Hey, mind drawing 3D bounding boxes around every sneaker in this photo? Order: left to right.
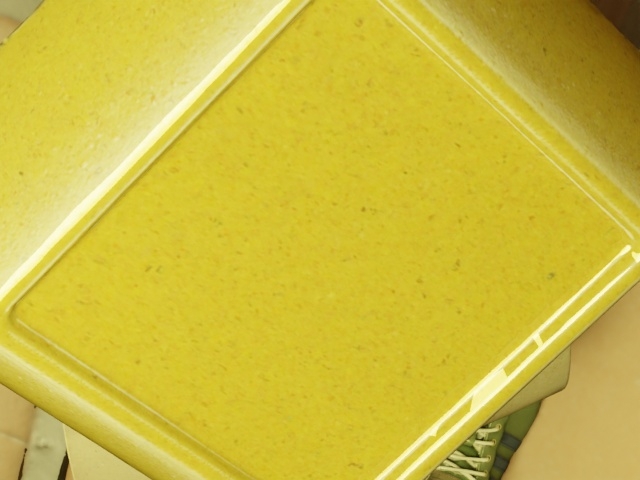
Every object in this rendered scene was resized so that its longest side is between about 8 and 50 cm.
[{"bbox_3d":[0.093,0.142,1.082,0.064,0.086,0.192,23,122,4],"label":"sneaker"}]

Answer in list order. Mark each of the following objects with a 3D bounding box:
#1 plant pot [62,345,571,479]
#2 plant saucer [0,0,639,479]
[{"bbox_3d":[0.001,0.035,0.979,0.274,0.256,0.256,-4,117,2],"label":"plant pot"},{"bbox_3d":[0.000,0.000,0.789,0.333,0.081,0.333,-45,121,12],"label":"plant saucer"}]
